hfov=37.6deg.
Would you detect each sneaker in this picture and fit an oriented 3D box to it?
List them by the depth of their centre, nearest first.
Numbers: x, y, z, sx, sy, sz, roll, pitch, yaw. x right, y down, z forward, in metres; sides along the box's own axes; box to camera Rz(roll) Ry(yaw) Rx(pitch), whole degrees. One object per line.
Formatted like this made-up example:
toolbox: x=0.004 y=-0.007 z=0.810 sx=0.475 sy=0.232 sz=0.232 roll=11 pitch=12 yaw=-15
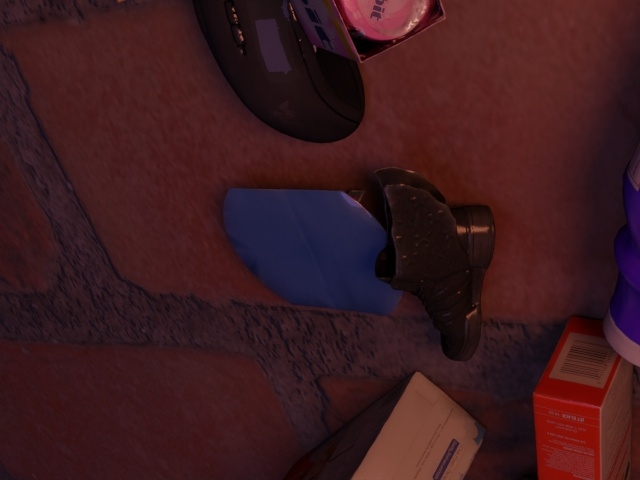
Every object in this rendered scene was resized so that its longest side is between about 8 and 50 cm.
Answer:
sneaker: x=0.080 y=0.023 z=0.713 sx=0.089 sy=0.051 sz=0.170 roll=-2 pitch=125 yaw=-8

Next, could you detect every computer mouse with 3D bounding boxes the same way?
computer mouse: x=-0.084 y=-0.172 z=0.680 sx=0.184 sy=0.060 sz=0.262 roll=-2 pitch=123 yaw=34

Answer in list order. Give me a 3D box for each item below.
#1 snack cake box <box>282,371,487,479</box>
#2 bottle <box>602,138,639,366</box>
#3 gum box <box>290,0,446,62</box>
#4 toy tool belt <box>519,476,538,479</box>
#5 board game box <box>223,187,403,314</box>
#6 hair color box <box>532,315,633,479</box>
snack cake box: x=0.024 y=0.250 z=0.889 sx=0.089 sy=0.152 sz=0.264 roll=41 pitch=137 yaw=-2
bottle: x=0.240 y=-0.036 z=0.549 sx=0.118 sy=0.092 sz=0.282 roll=24 pitch=135 yaw=15
gum box: x=-0.005 y=-0.207 z=0.557 sx=0.188 sy=0.062 sz=0.107 roll=62 pitch=174 yaw=-23
toy tool belt: x=0.199 y=0.238 z=0.844 sx=0.051 sy=0.052 sz=0.083 roll=8 pitch=141 yaw=-13
board game box: x=0.000 y=0.000 z=0.788 sx=0.169 sy=0.033 sz=0.133 roll=3 pitch=133 yaw=35
hair color box: x=0.206 y=0.153 z=0.729 sx=0.053 sy=0.093 sz=0.167 roll=9 pitch=128 yaw=30
